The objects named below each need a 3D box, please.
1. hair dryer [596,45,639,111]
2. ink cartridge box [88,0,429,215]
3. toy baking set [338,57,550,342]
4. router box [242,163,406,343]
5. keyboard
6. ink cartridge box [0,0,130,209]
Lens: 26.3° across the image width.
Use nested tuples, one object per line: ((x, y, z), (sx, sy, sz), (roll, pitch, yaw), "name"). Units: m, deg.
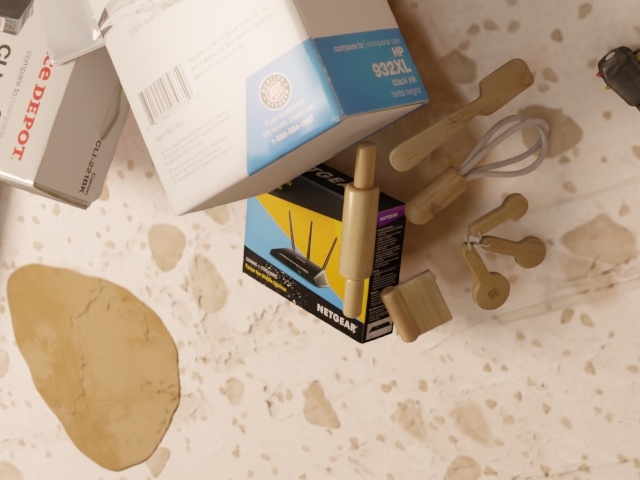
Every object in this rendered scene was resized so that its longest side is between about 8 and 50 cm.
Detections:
((0.365, -0.063, 1.080), (0.224, 0.080, 0.293), (-25, 97, 33), "hair dryer")
((-0.075, -0.208, 1.185), (0.223, 0.129, 0.307), (-27, 84, 42), "ink cartridge box")
((0.108, -0.033, 1.193), (0.030, 0.197, 0.256), (-132, 37, -58), "toy baking set")
((0.000, 0.000, 1.289), (0.179, 0.046, 0.133), (28, 122, 42), "router box")
((-0.249, -0.290, 1.279), (0.072, 0.014, 0.256), (-22, 75, 19), "keyboard")
((-0.330, -0.165, 1.353), (0.273, 0.114, 0.197), (17, 87, 21), "ink cartridge box")
